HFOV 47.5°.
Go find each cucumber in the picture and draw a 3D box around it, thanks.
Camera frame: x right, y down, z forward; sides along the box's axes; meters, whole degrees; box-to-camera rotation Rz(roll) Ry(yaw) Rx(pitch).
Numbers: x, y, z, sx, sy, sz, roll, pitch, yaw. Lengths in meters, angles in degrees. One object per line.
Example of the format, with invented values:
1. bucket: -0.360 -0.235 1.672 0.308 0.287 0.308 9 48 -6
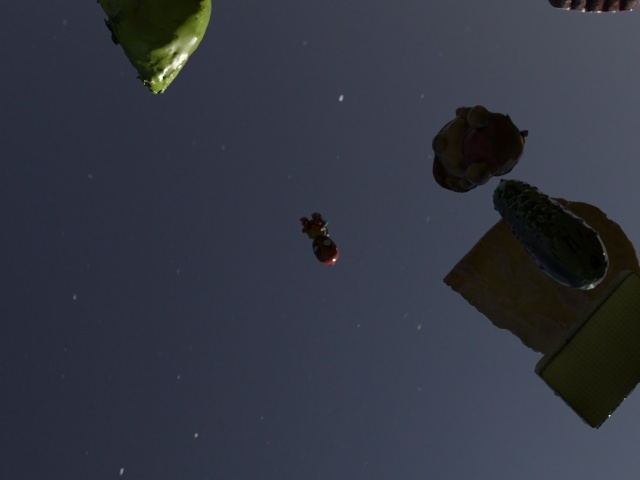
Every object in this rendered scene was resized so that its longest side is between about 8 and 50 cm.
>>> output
1. cucumber: 0.237 -0.016 0.777 0.069 0.069 0.227 10 -156 -15

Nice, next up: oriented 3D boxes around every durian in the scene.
1. durian: -0.365 -0.522 1.627 0.256 0.339 0.204 43 -160 -5

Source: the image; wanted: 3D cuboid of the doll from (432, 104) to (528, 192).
1. doll: 0.331 -0.205 1.605 0.152 0.196 0.256 32 180 -13

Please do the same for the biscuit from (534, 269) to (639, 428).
1. biscuit: 0.405 0.151 1.019 0.121 0.199 0.040 44 178 -5

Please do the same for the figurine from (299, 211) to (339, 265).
1. figurine: 0.000 0.000 1.835 0.140 0.068 0.075 67 -169 5

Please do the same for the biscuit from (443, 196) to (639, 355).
1. biscuit: 0.611 0.110 1.913 0.429 0.446 0.104 47 -152 14

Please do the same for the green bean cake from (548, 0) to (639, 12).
1. green bean cake: 0.404 -0.394 1.078 0.136 0.056 0.135 4 -129 6
